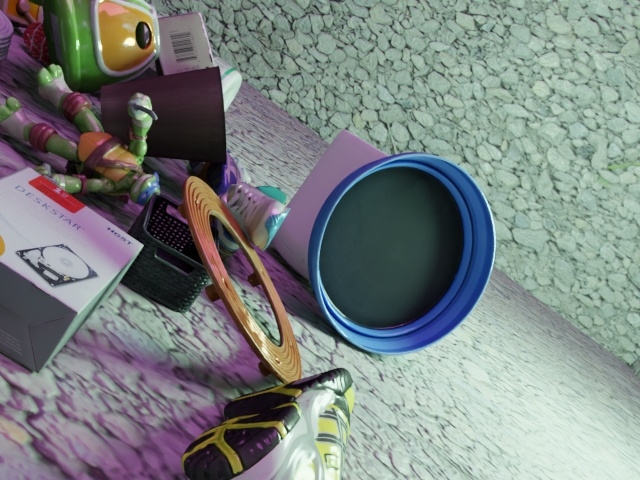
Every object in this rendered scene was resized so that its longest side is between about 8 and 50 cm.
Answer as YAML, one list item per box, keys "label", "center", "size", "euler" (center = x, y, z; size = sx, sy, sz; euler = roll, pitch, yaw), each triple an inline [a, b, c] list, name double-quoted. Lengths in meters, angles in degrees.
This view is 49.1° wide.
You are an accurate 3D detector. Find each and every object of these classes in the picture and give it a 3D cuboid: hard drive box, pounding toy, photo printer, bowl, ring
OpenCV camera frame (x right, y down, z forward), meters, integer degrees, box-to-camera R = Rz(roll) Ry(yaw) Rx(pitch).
- label: "hard drive box"
  center: [-0.330, 0.021, 0.798]
  size: [0.181, 0.089, 0.232]
  euler: [35, 14, -9]
- label: "pounding toy"
  center: [-0.692, -0.540, 1.621]
  size: [0.100, 0.141, 0.130]
  euler: [12, 5, 23]
- label: "photo printer"
  center: [0.060, -0.045, 1.459]
  size: [0.256, 0.308, 0.107]
  euler: [35, -3, 20]
- label: "bowl"
  center: [0.154, 0.024, 1.347]
  size: [0.391, 0.391, 0.077]
  euler: [29, -1, -27]
- label: "ring"
  center: [-0.117, 0.062, 1.018]
  size: [0.337, 0.032, 0.336]
  euler: [61, 5, -9]

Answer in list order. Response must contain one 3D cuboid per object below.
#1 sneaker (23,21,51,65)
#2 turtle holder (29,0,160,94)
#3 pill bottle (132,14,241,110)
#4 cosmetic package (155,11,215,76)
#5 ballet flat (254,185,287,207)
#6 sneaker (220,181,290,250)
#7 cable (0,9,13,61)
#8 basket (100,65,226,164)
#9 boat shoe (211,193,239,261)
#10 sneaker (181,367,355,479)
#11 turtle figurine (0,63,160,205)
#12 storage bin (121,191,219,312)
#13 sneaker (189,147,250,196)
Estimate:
- label: "sneaker"
  center: [-0.574, -0.413, 1.609]
  size: [0.225, 0.088, 0.092]
  euler: [33, -5, -15]
- label: "turtle holder"
  center: [-0.460, -0.408, 1.420]
  size: [0.227, 0.244, 0.320]
  euler: [-11, -3, -24]
- label: "pill bottle"
  center: [-0.408, -0.464, 1.868]
  size: [0.361, 0.204, 0.204]
  euler: [37, 15, -1]
- label: "cosmetic package"
  center: [-0.307, -0.363, 1.589]
  size: [0.309, 0.113, 0.160]
  euler: [127, -52, -73]
- label: "ballet flat"
  center: [-0.141, -0.067, 1.510]
  size: [0.091, 0.077, 0.241]
  euler: [38, 18, 5]
- label: "sneaker"
  center: [-0.119, -0.047, 1.206]
  size: [0.092, 0.087, 0.228]
  euler: [34, -3, -18]
- label: "cable"
  center: [-0.695, -0.415, 1.284]
  size: [0.257, 0.089, 0.257]
  euler: [24, 20, -41]
- label: "basket"
  center: [-0.305, -0.242, 1.369]
  size: [0.226, 0.205, 0.154]
  euler: [-3, -18, -11]
- label: "boat shoe"
  center: [-0.185, -0.025, 1.306]
  size: [0.066, 0.066, 0.183]
  euler: [35, 20, -20]
- label: "sneaker"
  center: [-0.036, 0.243, 0.782]
  size: [0.384, 0.145, 0.147]
  euler: [-12, 82, -75]
- label: "turtle figurine"
  center: [-0.367, -0.168, 1.083]
  size: [0.266, 0.198, 0.274]
  euler: [35, 11, 9]
- label: "storage bin"
  center: [-0.228, 0.015, 1.061]
  size: [0.122, 0.084, 0.180]
  euler: [32, 16, -19]
- label: "sneaker"
  center: [-0.201, -0.135, 1.529]
  size: [0.131, 0.112, 0.296]
  euler: [35, 17, -27]
